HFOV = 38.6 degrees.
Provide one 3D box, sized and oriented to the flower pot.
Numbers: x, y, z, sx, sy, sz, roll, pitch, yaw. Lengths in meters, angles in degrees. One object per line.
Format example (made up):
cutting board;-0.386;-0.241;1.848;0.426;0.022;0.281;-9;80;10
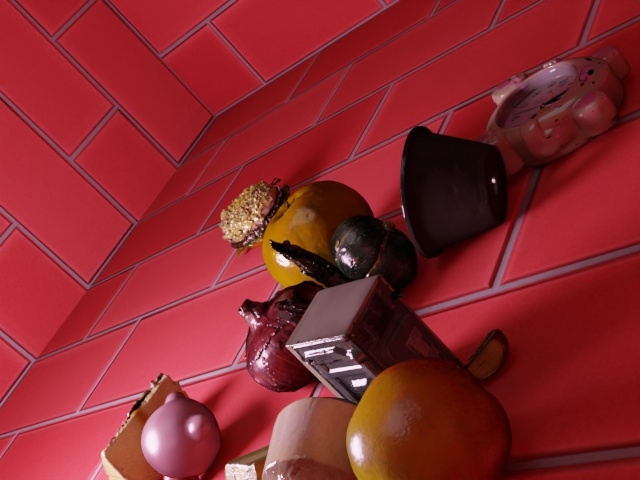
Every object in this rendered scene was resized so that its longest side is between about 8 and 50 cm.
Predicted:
flower pot;0.275;-0.101;1.814;0.166;0.269;0.269;-3;40;28

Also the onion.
onion;-0.070;0.185;1.878;0.252;0.219;0.252;-49;15;18

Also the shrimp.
shrimp;0.017;0.074;1.869;0.051;0.262;0.198;-56;19;0

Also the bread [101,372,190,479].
bread;-0.376;0.454;2.048;0.266;0.141;0.178;-51;-18;-42

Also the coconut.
coconut;0.013;0.347;1.449;0.202;0.202;0.222;-28;29;36

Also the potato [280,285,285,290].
potato;-0.054;0.101;2.219;0.091;0.070;0.138;-30;24;46

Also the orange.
orange;0.000;0.000;2.085;0.279;0.235;0.279;-46;9;10

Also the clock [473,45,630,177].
clock;0.478;-0.271;1.895;0.309;0.114;0.284;-22;28;42

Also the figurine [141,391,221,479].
figurine;-0.291;0.414;1.915;0.173;0.173;0.173;-37;22;17

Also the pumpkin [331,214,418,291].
pumpkin;0.112;0.028;1.887;0.146;0.190;0.190;-44;20;4

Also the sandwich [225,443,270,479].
sandwich;-0.068;0.446;1.665;0.187;0.144;0.117;-14;0;-37

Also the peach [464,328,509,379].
peach;0.272;0.189;1.473;0.083;0.050;0.077;-45;-5;-29

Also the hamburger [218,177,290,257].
hamburger;-0.198;-0.084;2.745;0.243;0.138;0.262;-35;23;25

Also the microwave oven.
microwave oven;0.097;0.196;1.514;0.194;0.240;0.145;-16;34;52

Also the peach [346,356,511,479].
peach;0.151;0.280;1.285;0.231;0.231;0.231;-37;22;17
